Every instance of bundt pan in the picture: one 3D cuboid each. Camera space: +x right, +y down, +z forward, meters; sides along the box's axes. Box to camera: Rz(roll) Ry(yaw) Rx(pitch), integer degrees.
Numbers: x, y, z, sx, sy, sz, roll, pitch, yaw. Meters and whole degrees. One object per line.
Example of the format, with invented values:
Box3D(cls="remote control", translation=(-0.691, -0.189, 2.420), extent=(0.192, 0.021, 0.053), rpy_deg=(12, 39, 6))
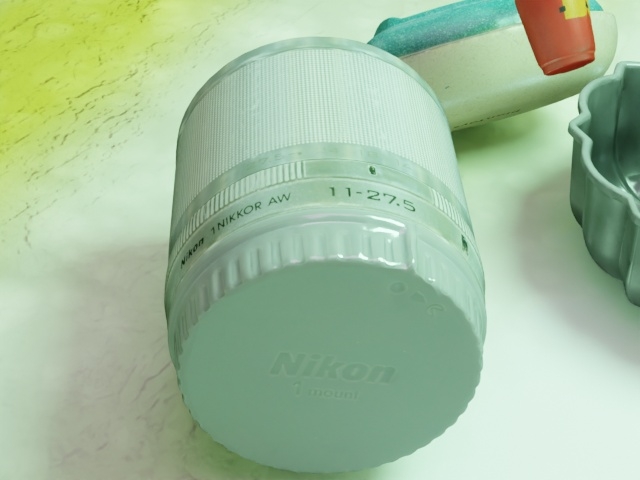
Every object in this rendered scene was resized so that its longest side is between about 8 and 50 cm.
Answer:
Box3D(cls="bundt pan", translation=(0.365, -0.028, 1.005), extent=(0.330, 0.124, 0.331), rpy_deg=(4, 40, -3))

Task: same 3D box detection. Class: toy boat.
Box3D(cls="toy boat", translation=(0.161, -0.195, 1.053), extent=(0.267, 0.318, 0.148), rpy_deg=(-15, 87, -10))

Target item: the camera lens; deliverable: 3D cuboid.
Box3D(cls="camera lens", translation=(0.000, 0.000, 0.852), extent=(0.219, 0.219, 0.274), rpy_deg=(2, 39, -5))
